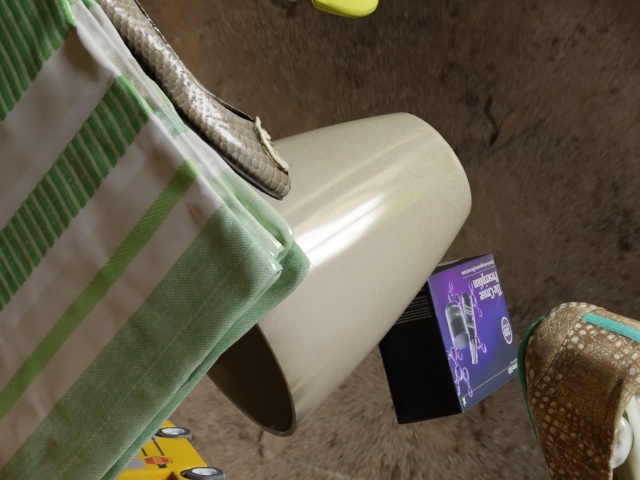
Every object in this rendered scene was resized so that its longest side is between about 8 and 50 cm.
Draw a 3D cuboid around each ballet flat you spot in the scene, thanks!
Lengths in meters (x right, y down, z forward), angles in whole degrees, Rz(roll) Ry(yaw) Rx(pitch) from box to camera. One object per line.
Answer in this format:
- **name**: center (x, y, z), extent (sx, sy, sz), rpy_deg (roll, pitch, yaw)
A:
- **ballet flat**: center (0.137, 0.121, 0.473), extent (0.073, 0.067, 0.206), rpy_deg (-38, 116, -35)
- **ballet flat**: center (-0.105, -0.126, 0.810), extent (0.250, 0.084, 0.058), rpy_deg (44, 87, -11)

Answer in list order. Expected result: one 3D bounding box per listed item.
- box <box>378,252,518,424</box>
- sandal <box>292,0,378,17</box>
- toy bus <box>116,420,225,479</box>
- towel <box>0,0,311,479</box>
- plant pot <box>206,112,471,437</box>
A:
- **box**: center (0.176, 0.128, 1.576), extent (0.103, 0.261, 0.184), rpy_deg (-12, 91, 28)
- **sandal**: center (-0.083, -0.327, 1.135), extent (0.317, 0.126, 0.138), rpy_deg (15, 109, -1)
- **toy bus**: center (-0.209, 0.300, 1.391), extent (0.130, 0.332, 0.108), rpy_deg (2, 96, -19)
- **towel**: center (-0.177, -0.020, 0.688), extent (0.248, 0.038, 0.325), rpy_deg (-48, 67, 19)
- **plant pot**: center (0.000, 0.000, 1.078), extent (0.274, 0.256, 0.256), rpy_deg (-35, 81, -22)
